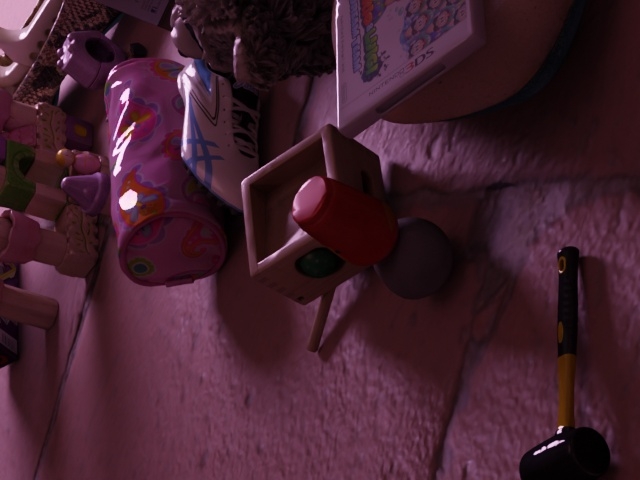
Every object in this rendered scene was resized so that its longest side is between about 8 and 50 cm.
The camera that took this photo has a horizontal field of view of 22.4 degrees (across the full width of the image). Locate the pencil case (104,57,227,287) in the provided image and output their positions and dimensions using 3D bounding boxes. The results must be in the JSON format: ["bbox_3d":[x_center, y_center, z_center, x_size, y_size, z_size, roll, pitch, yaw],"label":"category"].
[{"bbox_3d":[-0.171,-0.077,1.755,0.124,0.124,0.284,-52,33,30],"label":"pencil case"}]

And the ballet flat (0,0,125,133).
[{"bbox_3d":[-0.394,-0.264,2.183,0.483,0.182,0.164,-53,34,30],"label":"ballet flat"}]

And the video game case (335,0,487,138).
[{"bbox_3d":[0.065,-0.173,1.237,0.143,0.019,0.157,-34,41,35],"label":"video game case"}]

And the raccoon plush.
[{"bbox_3d":[-0.042,-0.339,1.454,0.299,0.216,0.446,54,144,15],"label":"raccoon plush"}]

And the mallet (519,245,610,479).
[{"bbox_3d":[0.169,0.093,1.146,0.062,0.039,0.190,-44,34,43],"label":"mallet"}]

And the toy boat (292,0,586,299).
[{"bbox_3d":[0.093,-0.117,1.314,0.267,0.148,0.318,12,76,56],"label":"toy boat"}]

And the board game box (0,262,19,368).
[{"bbox_3d":[-0.512,0.000,2.074,0.056,0.347,0.208,-24,46,21],"label":"board game box"}]

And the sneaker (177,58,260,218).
[{"bbox_3d":[-0.097,-0.120,1.686,0.086,0.085,0.237,-44,41,28],"label":"sneaker"}]

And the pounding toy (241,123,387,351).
[{"bbox_3d":[0.000,0.000,1.448,0.130,0.100,0.141,-32,48,29],"label":"pounding toy"}]

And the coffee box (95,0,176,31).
[{"bbox_3d":[-0.180,-0.308,1.768,0.098,0.246,0.141,-57,32,24],"label":"coffee box"}]

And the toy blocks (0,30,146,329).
[{"bbox_3d":[-0.398,-0.099,2.007,0.309,0.260,0.289,-48,35,36],"label":"toy blocks"}]
